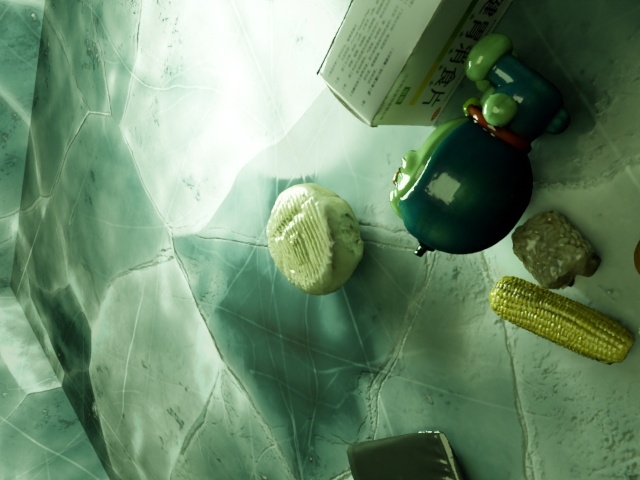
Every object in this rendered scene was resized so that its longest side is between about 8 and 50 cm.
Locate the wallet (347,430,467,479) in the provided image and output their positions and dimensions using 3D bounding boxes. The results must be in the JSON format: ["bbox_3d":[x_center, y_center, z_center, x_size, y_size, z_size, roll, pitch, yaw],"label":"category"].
[{"bbox_3d":[0.167,0.452,1.032,0.245,0.052,0.168,-28,78,39],"label":"wallet"}]

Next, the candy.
[{"bbox_3d":[0.330,0.018,0.776,0.095,0.085,0.110,-44,56,30],"label":"candy"}]

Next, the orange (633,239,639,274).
[{"bbox_3d":[0.434,0.020,0.675,0.083,0.070,0.083,-7,80,45],"label":"orange"}]

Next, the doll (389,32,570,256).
[{"bbox_3d":[0.221,-0.111,0.775,0.186,0.198,0.322,37,112,19],"label":"doll"}]

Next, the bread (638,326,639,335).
[{"bbox_3d":[0.460,0.118,0.633,0.156,0.117,0.064,20,110,40],"label":"bread"}]

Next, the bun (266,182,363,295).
[{"bbox_3d":[0.000,0.000,1.050,0.220,0.134,0.220,16,112,45],"label":"bun"}]

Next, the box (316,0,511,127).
[{"bbox_3d":[0.157,-0.340,0.806,0.145,0.173,0.333,48,127,25],"label":"box"}]

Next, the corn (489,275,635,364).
[{"bbox_3d":[0.339,0.113,0.786,0.203,0.072,0.072,25,114,37],"label":"corn"}]
